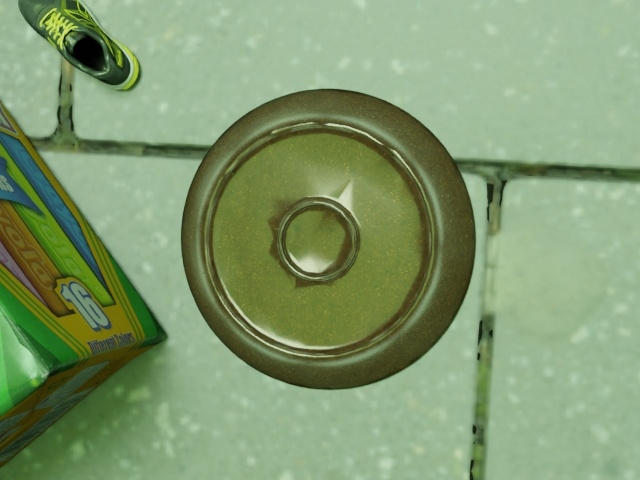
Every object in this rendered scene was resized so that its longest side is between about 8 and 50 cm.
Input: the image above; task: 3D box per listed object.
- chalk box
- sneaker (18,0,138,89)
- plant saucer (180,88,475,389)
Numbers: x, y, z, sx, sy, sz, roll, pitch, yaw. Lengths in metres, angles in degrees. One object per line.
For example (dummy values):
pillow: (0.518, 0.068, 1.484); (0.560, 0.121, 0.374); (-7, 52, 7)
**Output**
chalk box: (-0.254, -0.005, 0.650); (0.180, 0.179, 0.289); (-38, 85, 9)
sneaker: (-0.139, -0.118, 0.696); (0.083, 0.035, 0.031); (37, 97, 8)
plant saucer: (0.000, 0.000, 0.677); (0.168, 0.029, 0.169); (1, 92, 12)
